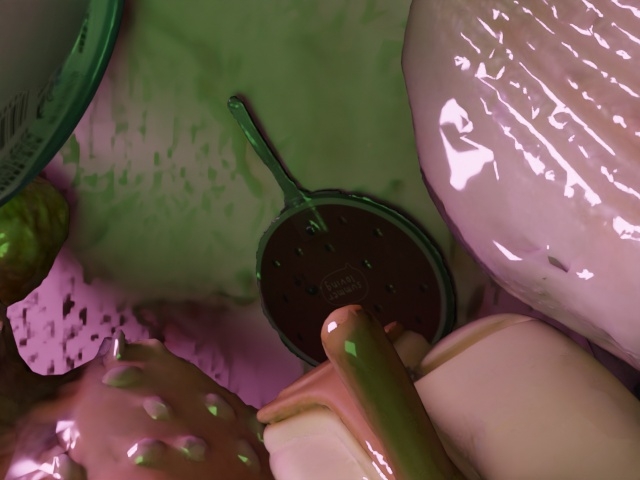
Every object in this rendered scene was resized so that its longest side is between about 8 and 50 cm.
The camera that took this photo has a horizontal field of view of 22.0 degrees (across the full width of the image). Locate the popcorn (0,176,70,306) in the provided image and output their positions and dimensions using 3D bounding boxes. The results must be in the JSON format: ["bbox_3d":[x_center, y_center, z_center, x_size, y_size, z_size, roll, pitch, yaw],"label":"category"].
[{"bbox_3d":[-0.138,-0.011,0.667,0.068,0.059,0.083,-23,118,-11],"label":"popcorn"}]

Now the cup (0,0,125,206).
[{"bbox_3d":[-0.185,-0.104,0.583,0.173,0.167,0.299,28,98,24],"label":"cup"}]

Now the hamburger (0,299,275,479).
[{"bbox_3d":[-0.130,0.267,0.666,0.268,0.287,0.445,16,129,10],"label":"hamburger"}]

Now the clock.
[{"bbox_3d":[0.077,0.123,0.489,0.096,0.308,0.235,-34,60,-4],"label":"clock"}]

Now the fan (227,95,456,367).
[{"bbox_3d":[0.000,0.000,0.645,0.085,0.005,0.133,-25,105,31],"label":"fan"}]

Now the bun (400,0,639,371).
[{"bbox_3d":[0.131,-0.069,0.455,0.239,0.141,0.239,-17,68,49],"label":"bun"}]

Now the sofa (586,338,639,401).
[{"bbox_3d":[0.181,0.115,0.499,0.176,0.225,0.210,-19,109,24],"label":"sofa"}]
